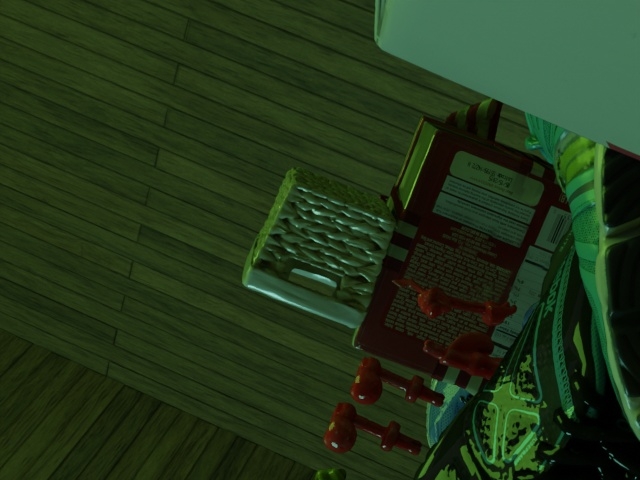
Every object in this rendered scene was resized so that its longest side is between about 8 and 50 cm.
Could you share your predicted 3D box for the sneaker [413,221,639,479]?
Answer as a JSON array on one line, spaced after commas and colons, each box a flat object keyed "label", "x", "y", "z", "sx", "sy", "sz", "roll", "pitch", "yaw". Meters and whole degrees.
[{"label": "sneaker", "x": 0.126, "y": 0.106, "z": 0.584, "sx": 0.139, "sy": 0.125, "sz": 0.340, "roll": 62, "pitch": -129, "yaw": -83}]

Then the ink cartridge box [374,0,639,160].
[{"label": "ink cartridge box", "x": 0.168, "y": -0.166, "z": 0.382, "sx": 0.117, "sy": 0.207, "sz": 0.283, "roll": 94, "pitch": -159, "yaw": -75}]

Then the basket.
[{"label": "basket", "x": 0.000, "y": 0.000, "z": 1.043, "sx": 0.167, "sy": 0.113, "sz": 0.103, "roll": -100, "pitch": 32, "yaw": -82}]

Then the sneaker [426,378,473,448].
[{"label": "sneaker", "x": 0.219, "y": 0.143, "z": 1.400, "sx": 0.147, "sy": 0.130, "sz": 0.330, "roll": -11, "pitch": -56, "yaw": -78}]

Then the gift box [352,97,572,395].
[{"label": "gift box", "x": 0.185, "y": 0.004, "z": 1.141, "sx": 0.258, "sy": 0.255, "sz": 0.276, "roll": -81, "pitch": 16, "yaw": -82}]

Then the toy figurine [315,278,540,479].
[{"label": "toy figurine", "x": 0.122, "y": 0.097, "z": 0.731, "sx": 0.362, "sy": 0.191, "sz": 0.217, "roll": -61, "pitch": -4, "yaw": -47}]

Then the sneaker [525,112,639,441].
[{"label": "sneaker", "x": 0.140, "y": -0.043, "z": 0.484, "sx": 0.110, "sy": 0.107, "sz": 0.275, "roll": 137, "pitch": 125, "yaw": -76}]
